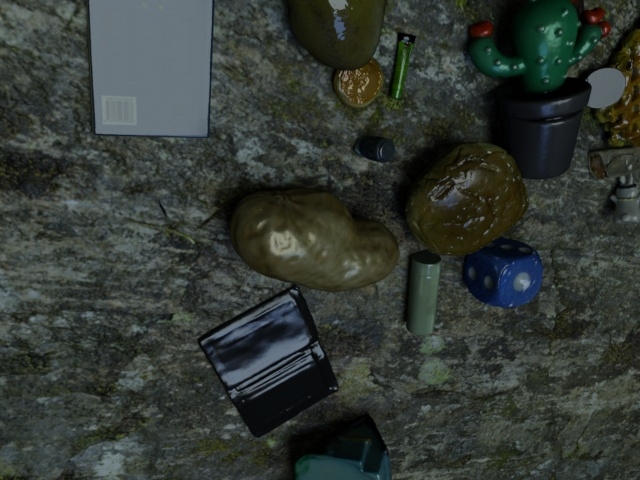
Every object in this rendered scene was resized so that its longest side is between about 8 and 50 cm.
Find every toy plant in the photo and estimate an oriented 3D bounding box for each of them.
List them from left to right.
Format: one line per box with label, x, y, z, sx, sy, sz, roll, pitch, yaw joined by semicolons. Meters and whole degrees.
toy plant;0.457;-0.337;1.089;0.280;0.185;0.400;2;124;18

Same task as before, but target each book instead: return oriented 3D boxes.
book;-0.267;-0.299;0.824;0.191;0.025;0.269;-5;115;-27

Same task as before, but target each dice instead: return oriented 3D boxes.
dice;0.456;0.081;1.303;0.147;0.146;0.143;-9;115;-22

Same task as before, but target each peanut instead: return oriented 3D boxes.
peanut;0.000;0.000;1.020;0.387;0.169;0.192;17;100;-36

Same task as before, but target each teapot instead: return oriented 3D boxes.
teapot;0.113;-0.190;1.036;0.063;0.083;0.049;-52;127;-7

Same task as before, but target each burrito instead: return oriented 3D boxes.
burrito;0.823;-0.216;1.401;0.226;0.060;0.086;-13;110;-20

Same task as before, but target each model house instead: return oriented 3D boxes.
model house;0.082;0.604;1.355;0.230;0.249;0.280;-1;106;16

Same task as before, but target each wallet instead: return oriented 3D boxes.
wallet;-0.101;0.284;1.174;0.247;0.041;0.322;-29;120;-13

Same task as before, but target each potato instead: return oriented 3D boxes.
potato;0.030;-0.397;0.853;0.174;0.159;0.251;-10;129;3

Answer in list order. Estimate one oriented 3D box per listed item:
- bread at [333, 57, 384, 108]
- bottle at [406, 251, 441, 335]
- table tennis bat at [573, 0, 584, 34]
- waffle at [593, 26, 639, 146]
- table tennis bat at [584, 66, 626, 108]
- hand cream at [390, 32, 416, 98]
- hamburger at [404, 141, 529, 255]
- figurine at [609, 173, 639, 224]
bread;0.074;-0.309;0.994;0.110;0.024;0.110;-11;117;-22
bottle;0.252;0.131;1.266;0.072;0.072;0.201;-11;118;-22
table tennis bat;0.510;-0.499;1.141;0.170;0.119;0.107;23;75;-56
waffle;0.826;-0.394;1.316;0.302;0.068;0.324;16;104;-32
table tennis bat;0.651;-0.361;1.236;0.158;0.014;0.095;-8;116;2
hand cream;0.160;-0.344;1.022;0.036;0.023;0.121;4;110;-17
hamburger;0.322;-0.083;1.144;0.265;0.134;0.285;-42;124;6
figurine;0.870;-0.120;1.477;0.098;0.081;0.146;23;69;-70
